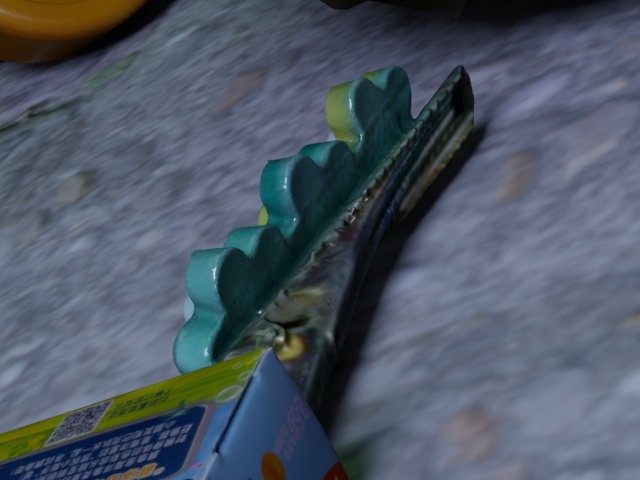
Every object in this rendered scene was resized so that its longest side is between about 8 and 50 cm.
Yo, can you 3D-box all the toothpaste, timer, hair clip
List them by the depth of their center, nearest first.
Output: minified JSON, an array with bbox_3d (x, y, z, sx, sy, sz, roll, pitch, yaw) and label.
[{"bbox_3d":[-0.086,0.072,0.419,0.193,0.044,0.070,-19,24,25],"label":"toothpaste"},{"bbox_3d":[-0.001,-0.001,0.478,0.049,0.049,0.173,-15,26,33],"label":"hair clip"},{"bbox_3d":[-0.159,-0.134,0.925,0.132,0.132,0.152,-41,1,-29],"label":"timer"}]

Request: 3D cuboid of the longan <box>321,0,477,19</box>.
[{"bbox_3d":[0.041,-0.251,0.580,0.391,0.391,0.391,-25,21,10],"label":"longan"}]
